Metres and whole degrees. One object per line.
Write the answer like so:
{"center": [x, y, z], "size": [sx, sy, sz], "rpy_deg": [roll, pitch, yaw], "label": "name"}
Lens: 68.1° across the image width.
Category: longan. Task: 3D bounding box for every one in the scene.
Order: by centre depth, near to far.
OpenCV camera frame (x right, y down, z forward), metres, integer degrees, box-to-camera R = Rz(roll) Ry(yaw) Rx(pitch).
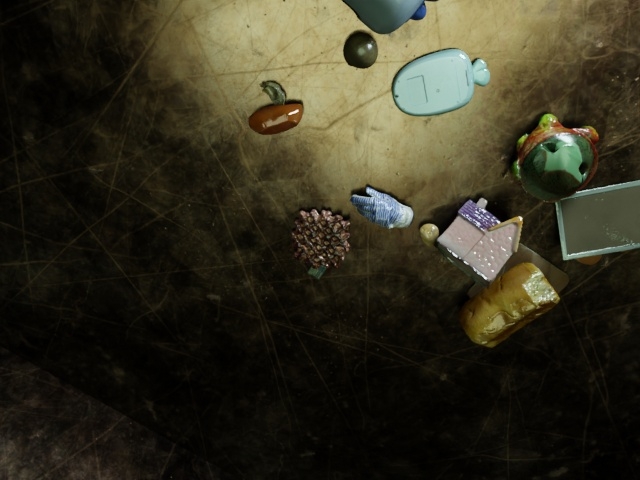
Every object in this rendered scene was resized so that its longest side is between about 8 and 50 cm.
{"center": [0.117, -0.555, 1.401], "size": [0.106, 0.106, 0.119], "rpy_deg": [23, 157, -8], "label": "longan"}

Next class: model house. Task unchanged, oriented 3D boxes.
{"center": [0.555, -0.002, 1.627], "size": [0.237, 0.202, 0.237], "rpy_deg": [40, 92, 22], "label": "model house"}

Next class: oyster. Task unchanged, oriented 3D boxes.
{"center": [-0.149, -0.468, 1.508], "size": [0.080, 0.038, 0.083], "rpy_deg": [9, 145, 10], "label": "oyster"}

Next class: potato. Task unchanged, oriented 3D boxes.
{"center": [0.390, -0.019, 1.692], "size": [0.068, 0.062, 0.083], "rpy_deg": [-4, 141, 23], "label": "potato"}

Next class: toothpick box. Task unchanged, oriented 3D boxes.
{"center": [0.149, -0.708, 1.226], "size": [0.354, 0.263, 0.263], "rpy_deg": [36, 115, -16], "label": "toothpick box"}

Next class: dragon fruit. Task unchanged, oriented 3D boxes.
{"center": [0.744, -0.249, 1.503], "size": [0.268, 0.130, 0.296], "rpy_deg": [-19, 116, 19], "label": "dragon fruit"}

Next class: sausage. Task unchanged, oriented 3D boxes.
{"center": [-0.140, -0.387, 1.513], "size": [0.179, 0.089, 0.089], "rpy_deg": [-13, 117, 6], "label": "sausage"}

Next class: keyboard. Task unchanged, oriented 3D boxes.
{"center": [0.016, 0.070, 1.791], "size": [0.055, 0.014, 0.176], "rpy_deg": [30, 116, -8], "label": "keyboard"}

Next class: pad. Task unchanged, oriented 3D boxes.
{"center": [0.747, 0.175, 1.789], "size": [0.283, 0.018, 0.287], "rpy_deg": [31, 117, -11], "label": "pad"}

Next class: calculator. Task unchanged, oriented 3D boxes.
{"center": [0.366, -0.479, 1.448], "size": [0.294, 0.042, 0.184], "rpy_deg": [-12, 117, 12], "label": "calculator"}

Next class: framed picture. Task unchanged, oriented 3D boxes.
{"center": [0.961, -0.068, 1.611], "size": [0.295, 0.019, 0.233], "rpy_deg": [-10, 100, 9], "label": "framed picture"}

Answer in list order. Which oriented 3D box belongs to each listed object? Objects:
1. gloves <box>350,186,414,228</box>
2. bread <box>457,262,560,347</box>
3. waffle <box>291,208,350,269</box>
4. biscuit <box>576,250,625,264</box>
{"center": [0.212, -0.110, 1.642], "size": [0.228, 0.097, 0.119], "rpy_deg": [16, 88, 1], "label": "gloves"}
{"center": [0.666, 0.229, 1.710], "size": [0.148, 0.195, 0.344], "rpy_deg": [29, 118, -33], "label": "bread"}
{"center": [0.000, 0.000, 1.724], "size": [0.220, 0.055, 0.235], "rpy_deg": [11, 112, 6], "label": "waffle"}
{"center": [0.993, 0.014, 1.674], "size": [0.186, 0.036, 0.192], "rpy_deg": [31, 116, -13], "label": "biscuit"}
